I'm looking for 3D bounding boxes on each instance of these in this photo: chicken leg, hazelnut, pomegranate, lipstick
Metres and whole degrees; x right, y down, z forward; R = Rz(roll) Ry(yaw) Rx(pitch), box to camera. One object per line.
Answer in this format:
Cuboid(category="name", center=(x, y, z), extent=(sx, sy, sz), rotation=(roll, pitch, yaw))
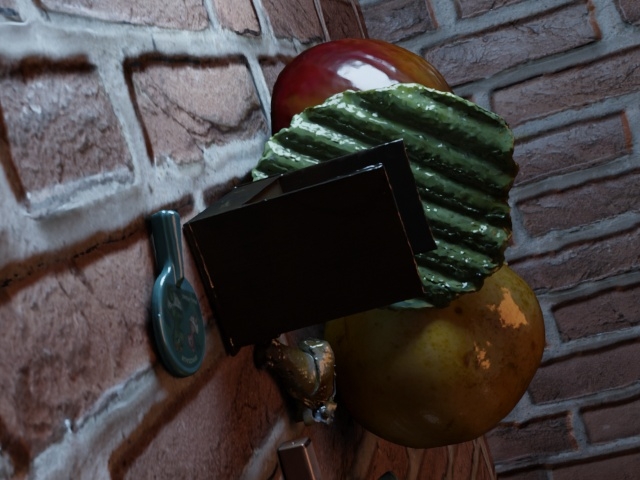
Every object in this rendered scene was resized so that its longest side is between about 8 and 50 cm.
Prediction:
Cuboid(category="chicken leg", center=(-0.029, 0.198, 1.419), extent=(0.125, 0.080, 0.196), rotation=(-71, 144, -44))
Cuboid(category="hazelnut", center=(0.106, -0.178, 1.702), extent=(0.421, 0.352, 0.421), rotation=(44, -14, 14))
Cuboid(category="pomegranate", center=(0.214, 0.182, 1.687), extent=(0.416, 0.416, 0.417), rotation=(-15, 90, -76))
Cuboid(category="lipstick", center=(-0.018, 0.362, 1.348), extent=(0.045, 0.045, 0.146), rotation=(-29, 102, -77))

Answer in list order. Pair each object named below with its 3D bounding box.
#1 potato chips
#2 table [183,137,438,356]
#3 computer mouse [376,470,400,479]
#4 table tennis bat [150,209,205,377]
Cuboid(category="potato chips", center=(0.103, -0.076, 1.472), extent=(0.070, 0.429, 0.359), rotation=(-24, 133, -86))
Cuboid(category="table", center=(0.000, 0.000, 1.310), extent=(0.250, 0.281, 0.196), rotation=(-52, 125, -73))
Cuboid(category="computer mouse", center=(0.163, 0.550, 1.629), extent=(0.159, 0.096, 0.289), rotation=(105, -23, -62))
Cuboid(category="table tennis bat", center=(-0.174, 0.062, 1.103), extent=(0.124, 0.033, 0.201), rotation=(25, 56, -74))
